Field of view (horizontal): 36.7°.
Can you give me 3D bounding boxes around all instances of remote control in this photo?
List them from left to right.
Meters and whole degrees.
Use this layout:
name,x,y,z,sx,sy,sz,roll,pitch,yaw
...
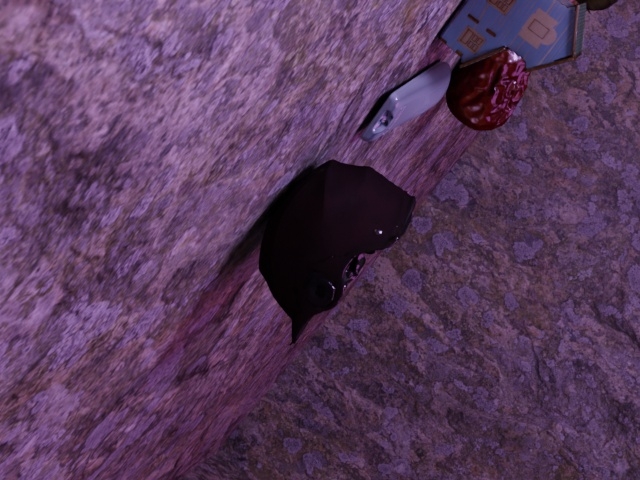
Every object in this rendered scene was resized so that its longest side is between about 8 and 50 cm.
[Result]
name,x,y,z,sx,sy,sz,roll,pitch,yaw
remote control,0.162,-0.246,1.716,0.103,0.051,0.293,-54,170,32

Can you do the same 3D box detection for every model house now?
name,x,y,z,sx,sy,sz,roll,pitch,yaw
model house,0.357,-0.375,1.622,0.271,0.206,0.178,-54,171,21

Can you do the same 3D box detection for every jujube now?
name,x,y,z,sx,sy,sz,roll,pitch,yaw
jujube,0.359,-0.342,2.024,0.155,0.155,0.230,-42,163,-44

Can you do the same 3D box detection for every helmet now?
name,x,y,z,sx,sy,sz,roll,pitch,yaw
helmet,0.000,0.000,1.509,0.305,0.177,0.225,-45,-179,8

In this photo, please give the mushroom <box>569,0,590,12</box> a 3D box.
name,x,y,z,sx,sy,sz,roll,pitch,yaw
mushroom,0.486,-0.519,1.908,0.278,0.146,0.278,-61,171,-16

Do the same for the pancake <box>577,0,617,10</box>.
name,x,y,z,sx,sy,sz,roll,pitch,yaw
pancake,0.491,-0.533,1.623,0.294,0.050,0.294,-173,-90,-69
